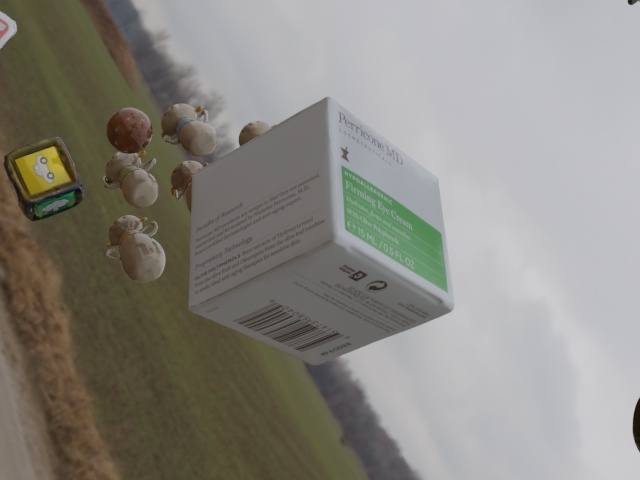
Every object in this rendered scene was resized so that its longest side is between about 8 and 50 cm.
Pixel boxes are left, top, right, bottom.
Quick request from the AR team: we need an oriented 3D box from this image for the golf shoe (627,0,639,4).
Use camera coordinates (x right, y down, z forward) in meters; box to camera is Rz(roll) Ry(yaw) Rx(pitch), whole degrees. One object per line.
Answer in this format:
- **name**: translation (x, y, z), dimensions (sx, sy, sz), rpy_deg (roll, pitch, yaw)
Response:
- **golf shoe**: translation (0.131, -0.107, 0.249), dimensions (0.176, 0.086, 0.069), rpy_deg (23, -32, 49)

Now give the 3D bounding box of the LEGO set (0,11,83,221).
- **LEGO set**: translation (-0.205, -0.054, 0.302), dimensions (0.244, 0.182, 0.060), rpy_deg (35, -21, -3)

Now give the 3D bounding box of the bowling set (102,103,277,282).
- **bowling set**: translation (-0.190, -0.109, 1.181), dimensions (0.199, 0.287, 0.154), rpy_deg (57, -8, -32)

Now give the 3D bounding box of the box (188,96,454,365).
- **box**: translation (0.000, 0.000, 0.494), dimensions (0.101, 0.102, 0.087), rpy_deg (30, 45, -41)

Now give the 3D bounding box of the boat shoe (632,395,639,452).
- **boat shoe**: translation (0.351, 0.188, 0.880), dimensions (0.080, 0.073, 0.223), rpy_deg (-5, -48, 38)
